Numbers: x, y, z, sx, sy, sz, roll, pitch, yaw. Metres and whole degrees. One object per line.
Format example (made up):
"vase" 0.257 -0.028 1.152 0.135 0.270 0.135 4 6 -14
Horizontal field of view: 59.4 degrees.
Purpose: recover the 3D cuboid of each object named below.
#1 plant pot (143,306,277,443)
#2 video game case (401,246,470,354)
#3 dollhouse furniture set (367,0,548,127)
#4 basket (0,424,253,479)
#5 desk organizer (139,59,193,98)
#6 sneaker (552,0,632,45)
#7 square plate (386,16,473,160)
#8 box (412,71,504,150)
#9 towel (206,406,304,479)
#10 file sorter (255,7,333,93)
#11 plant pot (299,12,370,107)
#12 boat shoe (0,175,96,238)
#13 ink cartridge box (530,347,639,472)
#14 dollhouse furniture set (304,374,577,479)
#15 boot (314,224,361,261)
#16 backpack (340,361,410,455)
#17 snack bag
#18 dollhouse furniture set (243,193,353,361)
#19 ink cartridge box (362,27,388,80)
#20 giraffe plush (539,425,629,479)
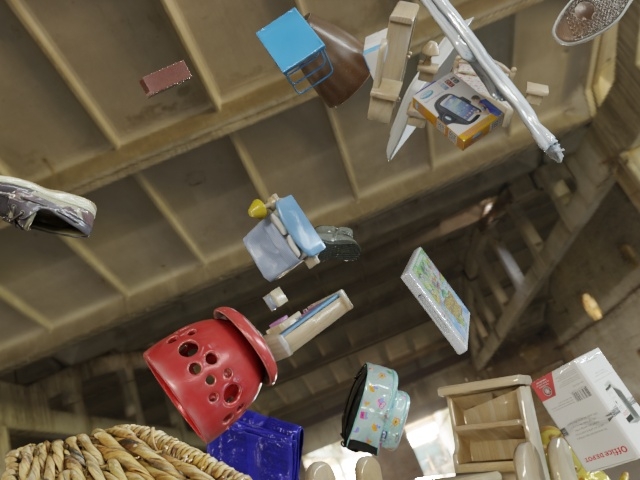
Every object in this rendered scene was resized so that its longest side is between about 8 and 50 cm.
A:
"plant pot" -0.186 0.224 0.982 0.174 0.191 0.191 -36 -17 -26
"video game case" 0.249 0.119 1.187 0.023 0.193 0.212 -37 1 21
"dollhouse furniture set" 0.300 -0.340 1.119 0.355 0.303 0.174 14 -51 8
"basket" -0.185 0.340 0.576 0.223 0.213 0.299 -8 -71 -24
"desk organizer" -0.418 -0.436 1.517 0.130 0.050 0.047 -34 16 -26
"sneaker" 0.652 -0.541 1.287 0.290 0.106 0.123 -40 -7 6
"square plate" 0.313 -0.452 1.684 0.347 0.049 0.344 -54 -9 -24
"box" 0.207 -0.207 0.871 0.081 0.136 0.028 -34 -27 -11
"towel" -0.194 0.595 1.574 0.308 0.227 0.076 7 8 28
"file sorter" -0.062 -0.473 1.415 0.118 0.170 0.104 -32 -30 2
"plant pot" 0.016 -0.553 1.672 0.230 0.215 0.215 38 -57 -25
"boat shoe" -0.653 -0.068 1.259 0.285 0.092 0.103 14 -42 -33
"ink cartridge box" 0.369 0.230 0.760 0.056 0.135 0.099 -15 -25 -29
"dollhouse furniture set" 0.229 0.360 0.934 0.362 0.256 0.394 -22 -26 35
"boot" 0.000 0.000 1.797 0.246 0.161 0.083 6 -67 -16
"backpack" 0.127 0.381 1.291 0.144 0.188 0.166 9 -4 3
"snack bag" 0.260 -0.255 0.865 0.037 0.342 0.323 -38 -12 22
"dollhouse furniture set" -0.133 0.094 1.227 0.198 0.303 0.286 -30 -2 -39
"ink cartridge box" 0.179 -0.522 1.560 0.090 0.143 0.092 -16 -52 23
"giraffe plush" 0.469 0.440 1.097 0.181 0.170 0.210 -41 10 -23
